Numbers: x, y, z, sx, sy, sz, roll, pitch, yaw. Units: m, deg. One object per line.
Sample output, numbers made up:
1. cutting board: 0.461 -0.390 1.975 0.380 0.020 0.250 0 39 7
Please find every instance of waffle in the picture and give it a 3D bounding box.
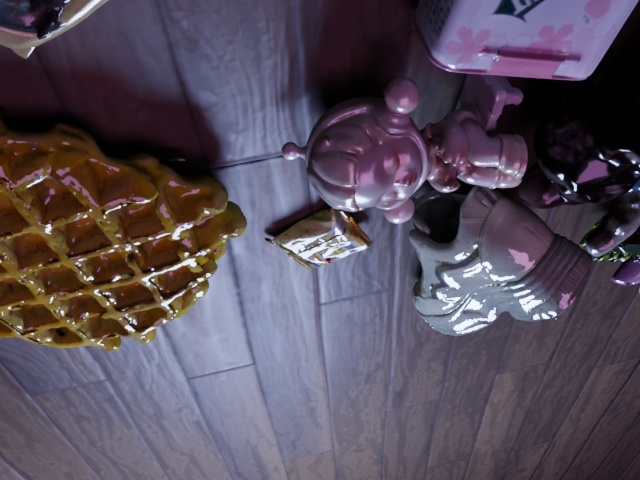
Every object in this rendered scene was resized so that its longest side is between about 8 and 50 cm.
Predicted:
1. waffle: -0.300 0.020 0.877 0.382 0.095 0.379 10 139 -29

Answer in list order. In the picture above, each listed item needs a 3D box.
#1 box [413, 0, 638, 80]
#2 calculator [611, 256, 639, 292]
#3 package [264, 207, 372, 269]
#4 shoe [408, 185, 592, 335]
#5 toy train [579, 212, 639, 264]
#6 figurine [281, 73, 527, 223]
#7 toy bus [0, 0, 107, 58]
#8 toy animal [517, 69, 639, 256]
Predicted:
1. box: 0.226 -0.312 0.617 0.190 0.112 0.369 -1 140 -20
2. calculator: 0.582 -0.028 1.130 0.194 0.043 0.294 18 115 -47
3. package: 0.002 -0.001 1.010 0.121 0.031 0.108 -24 143 20
4. shoe: 0.194 0.015 1.026 0.210 0.132 0.342 44 157 -8
5. toy train: 0.438 -0.005 1.028 0.085 0.053 0.250 -47 -178 0
6. figurine: 0.090 -0.110 0.822 0.257 0.144 0.182 -10 164 -12
7. toy bus: -0.276 -0.266 0.428 0.365 0.176 0.202 22 133 -37
8. toy animal: 0.368 -0.150 0.826 0.344 0.194 0.303 -34 147 20
